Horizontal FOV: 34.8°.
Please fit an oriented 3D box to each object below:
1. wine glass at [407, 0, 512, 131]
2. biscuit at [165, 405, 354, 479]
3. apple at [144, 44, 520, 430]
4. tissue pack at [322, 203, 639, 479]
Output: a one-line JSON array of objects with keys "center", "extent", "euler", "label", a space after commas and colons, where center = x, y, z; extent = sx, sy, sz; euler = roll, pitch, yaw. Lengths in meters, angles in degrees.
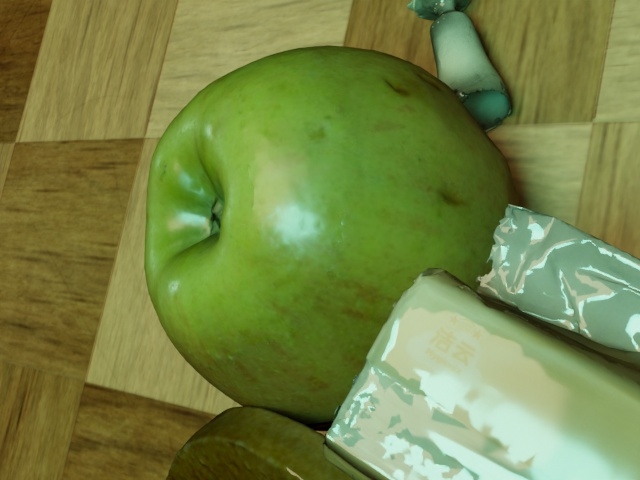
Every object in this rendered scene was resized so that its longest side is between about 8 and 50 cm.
[{"center": [0.135, -0.185, 1.007], "extent": [0.072, 0.072, 0.155], "euler": [-31, 56, 31], "label": "wine glass"}, {"center": [0.020, 0.316, 0.850], "extent": [0.394, 0.070, 0.350], "euler": [37, 134, 25], "label": "biscuit"}, {"center": [0.000, 0.000, 0.900], "extent": [0.338, 0.305, 0.339], "euler": [-15, 67, 38], "label": "apple"}, {"center": [0.196, 0.133, 0.658], "extent": [0.305, 0.238, 0.239], "euler": [31, 97, 24], "label": "tissue pack"}]
